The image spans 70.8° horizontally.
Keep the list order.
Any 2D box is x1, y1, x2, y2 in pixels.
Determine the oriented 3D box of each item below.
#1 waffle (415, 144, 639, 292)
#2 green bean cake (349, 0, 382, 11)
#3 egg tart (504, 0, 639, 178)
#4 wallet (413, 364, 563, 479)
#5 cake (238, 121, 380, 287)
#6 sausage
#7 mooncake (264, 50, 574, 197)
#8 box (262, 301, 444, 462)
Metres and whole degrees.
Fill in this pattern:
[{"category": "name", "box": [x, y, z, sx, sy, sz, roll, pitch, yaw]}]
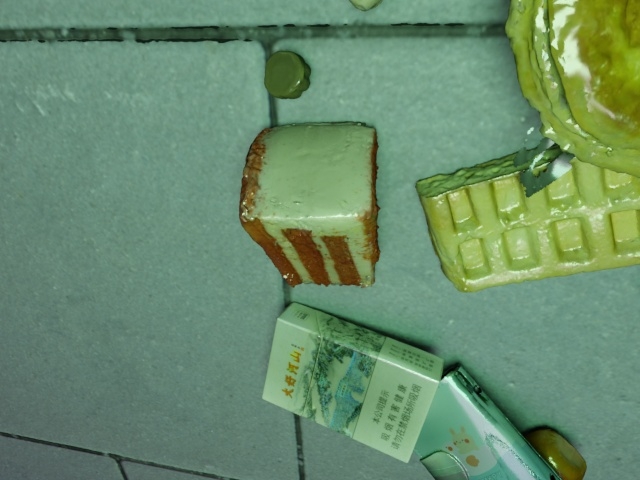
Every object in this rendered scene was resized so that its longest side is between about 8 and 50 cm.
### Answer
[{"category": "waffle", "box": [0.269, -0.028, 0.551, 0.274, 0.057, 0.168, -13, 117, 22]}, {"category": "green bean cake", "box": [0.026, -0.318, 0.415, 0.179, 0.085, 0.109, 44, 123, -13]}, {"category": "egg tart", "box": [0.328, -0.211, 0.369, 0.352, 0.150, 0.351, 3, 119, 6]}, {"category": "wallet", "box": [0.247, 0.340, 0.728, 0.250, 0.075, 0.176, 50, 126, 12]}, {"category": "cake", "box": [0.000, 0.000, 0.577, 0.158, 0.159, 0.262, -1, 123, 11]}, {"category": "sausage", "box": [0.339, 0.433, 0.799, 0.105, 0.105, 0.274, 31, 121, -6]}, {"category": "mooncake", "box": [0.096, -0.138, 0.494, 0.347, 0.057, 0.150, 38, 119, 4]}, {"category": "box", "box": [0.044, 0.220, 0.715, 0.257, 0.069, 0.164, 18, 113, 14]}]
